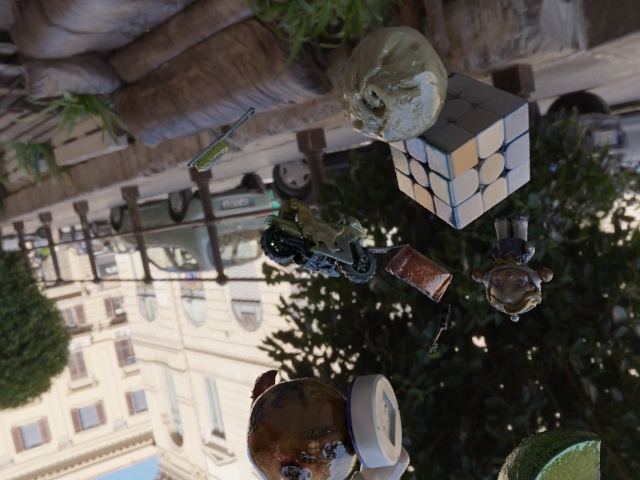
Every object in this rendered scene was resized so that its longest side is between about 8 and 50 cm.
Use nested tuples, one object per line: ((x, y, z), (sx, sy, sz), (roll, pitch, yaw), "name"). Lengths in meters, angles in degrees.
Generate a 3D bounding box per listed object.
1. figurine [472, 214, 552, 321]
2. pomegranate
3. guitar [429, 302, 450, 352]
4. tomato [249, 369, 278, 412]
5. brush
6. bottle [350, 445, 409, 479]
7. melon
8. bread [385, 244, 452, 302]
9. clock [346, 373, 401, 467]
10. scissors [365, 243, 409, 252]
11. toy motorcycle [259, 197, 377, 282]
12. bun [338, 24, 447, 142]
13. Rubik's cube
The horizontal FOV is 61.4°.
((0.516, 0.072, 1.485), (0.194, 0.274, 0.133), (-24, 154, 18), "figurine")
((-0.044, 0.526, 1.452), (0.322, 0.322, 0.322), (-10, -174, 1), "pomegranate")
((0.518, 0.381, 2.323), (0.038, 0.084, 0.271), (7, -140, 25), "guitar")
((-0.231, 0.624, 2.131), (0.101, 0.228, 0.228), (7, -175, -3), "tomato")
((-0.314, -0.321, 1.781), (0.297, 0.060, 0.068), (-40, 180, 8), "brush")
((0.196, 0.823, 1.902), (0.147, 0.236, 0.147), (29, -171, -5), "bottle")
((0.693, 0.718, 1.689), (0.331, 0.226, 0.343), (-43, 179, -13), "melon")
((0.365, 0.116, 1.961), (0.244, 0.123, 0.190), (33, -174, -6), "bread")
((0.145, 0.468, 1.411), (0.083, 0.230, 0.230), (-17, -177, 20), "clock")
((0.235, 0.026, 1.880), (0.100, 0.015, 0.189), (7, 167, -39), "scissors")
((0.000, 0.000, 1.780), (0.410, 0.237, 0.169), (14, 145, -22), "toy motorcycle")
((0.202, -0.435, 1.585), (0.234, 0.326, 0.362), (-58, -178, -40), "bun")
((0.472, -0.314, 1.855), (0.347, 0.344, 0.346), (-33, -137, -11), "Rubik's cube")
